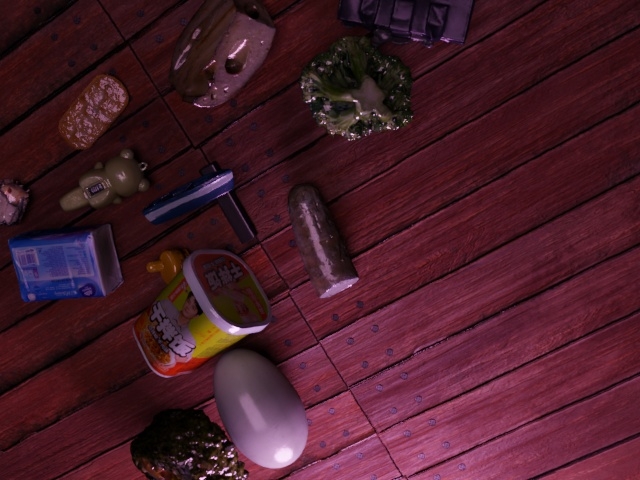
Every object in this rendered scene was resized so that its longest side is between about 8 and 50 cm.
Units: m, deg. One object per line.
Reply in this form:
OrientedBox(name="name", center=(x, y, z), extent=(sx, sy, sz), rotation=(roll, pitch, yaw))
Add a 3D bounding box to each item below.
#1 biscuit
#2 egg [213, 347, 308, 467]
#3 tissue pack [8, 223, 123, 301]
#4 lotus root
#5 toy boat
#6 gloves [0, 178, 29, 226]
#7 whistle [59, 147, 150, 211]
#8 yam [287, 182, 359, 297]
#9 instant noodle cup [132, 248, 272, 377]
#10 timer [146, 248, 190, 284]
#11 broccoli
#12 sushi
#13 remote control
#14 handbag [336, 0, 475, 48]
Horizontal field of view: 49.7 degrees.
OrientedBox(name="biscuit", center=(-0.640, -0.360, 1.944), extent=(0.118, 0.029, 0.247), rotation=(45, 106, -4))
OrientedBox(name="egg", center=(-0.175, 0.477, 1.981), extent=(0.230, 0.230, 0.371), rotation=(-27, 95, 15))
OrientedBox(name="tissue pack", center=(-0.737, 0.062, 2.006), extent=(0.263, 0.146, 0.198), rotation=(-5, 105, 9))
OrientedBox(name="lotus root", center=(-0.255, -0.498, 1.802), extent=(0.314, 0.142, 0.210), rotation=(-48, 56, 21))
OrientedBox(name="toy boat", center=(-0.359, -0.123, 1.918), extent=(0.299, 0.096, 0.062), rotation=(-22, 109, 23))
OrientedBox(name="gloves", center=(-0.918, -0.103, 2.034), extent=(0.114, 0.070, 0.153), rotation=(37, 114, -10))
OrientedBox(name="whistle", center=(-0.609, -0.156, 1.951), extent=(0.288, 0.106, 0.131), rotation=(-24, 102, 13))
OrientedBox(name="yam", center=(0.000, 0.000, 1.888), extent=(0.133, 0.133, 0.330), rotation=(-19, 97, 13))
OrientedBox(name="instant noodle cup", center=(-0.343, 0.215, 1.927), extent=(0.308, 0.294, 0.294), rotation=(-40, 95, 24))
OrientedBox(name="timer", center=(-0.433, 0.077, 1.981), extent=(0.107, 0.109, 0.107), rotation=(16, 110, 50))
OrientedBox(name="broccoli", center=(0.091, -0.372, 1.714), extent=(0.294, 0.245, 0.265), rotation=(6, 108, -23))
OrientedBox(name="sushi", center=(-0.379, 0.643, 2.011), extent=(0.352, 0.178, 0.294), rotation=(-16, 112, 51))
OrientedBox(name="remote control", center=(-0.261, -0.105, 1.952), extent=(0.063, 0.025, 0.245), rotation=(-28, 98, 19))
OrientedBox(name="handbag", center=(0.216, -0.602, 1.702), extent=(0.325, 0.118, 0.269), rotation=(13, 99, 7))
